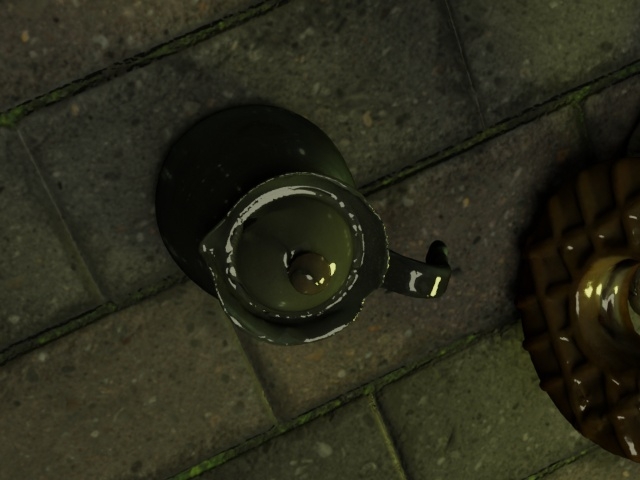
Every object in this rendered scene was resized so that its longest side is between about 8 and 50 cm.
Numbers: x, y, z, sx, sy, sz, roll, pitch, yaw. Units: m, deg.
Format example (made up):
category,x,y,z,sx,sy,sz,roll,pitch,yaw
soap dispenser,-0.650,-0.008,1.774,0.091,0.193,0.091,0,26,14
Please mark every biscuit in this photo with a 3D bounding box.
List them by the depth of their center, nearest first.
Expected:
category,x,y,z,sx,sy,sz,roll,pitch,yaw
biscuit,0.357,0.070,1.240,0.115,0.268,0.366,-3,109,-36

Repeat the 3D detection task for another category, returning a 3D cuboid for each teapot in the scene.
category,x,y,z,sx,sy,sz,roll,pitch,yaw
teapot,-0.019,0.015,1.095,0.305,0.285,0.223,41,94,-23

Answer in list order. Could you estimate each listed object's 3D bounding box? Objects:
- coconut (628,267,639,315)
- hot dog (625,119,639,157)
category,x,y,z,sx,sy,sz,roll,pitch,yaw
coconut,0.484,0.048,1.328,0.182,0.171,0.171,23,101,-20
hot dog,0.470,-0.169,1.295,0.131,0.069,0.253,26,101,-24
